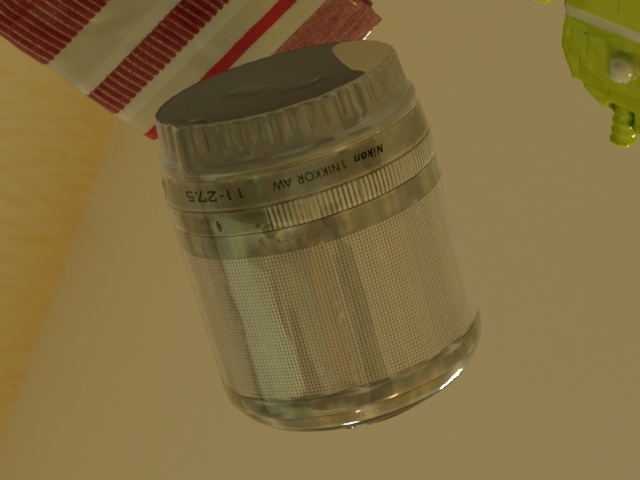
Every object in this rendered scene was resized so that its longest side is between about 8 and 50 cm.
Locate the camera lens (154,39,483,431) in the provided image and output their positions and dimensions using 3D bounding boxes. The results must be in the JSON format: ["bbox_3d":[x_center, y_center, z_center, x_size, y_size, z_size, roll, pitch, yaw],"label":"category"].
[{"bbox_3d":[0.000,0.000,1.456,0.219,0.219,0.274,2,-65,44],"label":"camera lens"}]

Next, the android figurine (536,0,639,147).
[{"bbox_3d":[0.239,-0.161,1.177,0.248,0.056,0.273,28,-43,27],"label":"android figurine"}]

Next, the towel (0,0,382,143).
[{"bbox_3d":[-0.138,-0.214,1.628,0.237,0.329,0.037,-43,-148,20],"label":"towel"}]
